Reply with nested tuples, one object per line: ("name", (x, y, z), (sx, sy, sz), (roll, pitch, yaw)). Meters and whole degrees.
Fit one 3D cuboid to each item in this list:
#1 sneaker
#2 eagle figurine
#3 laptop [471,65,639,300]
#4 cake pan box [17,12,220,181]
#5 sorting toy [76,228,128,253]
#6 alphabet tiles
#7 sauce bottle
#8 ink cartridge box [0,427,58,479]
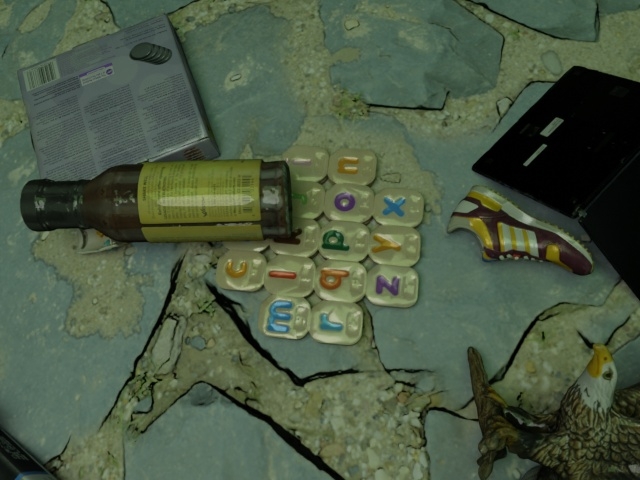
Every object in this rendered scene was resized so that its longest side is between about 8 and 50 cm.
("sneaker", (0.257, 0.007, 0.710), (0.186, 0.069, 0.083), (35, 87, 21))
("eagle figurine", (0.312, 0.189, 0.556), (0.299, 0.225, 0.226), (-4, 61, 12))
("laptop", (0.397, -0.089, 0.750), (0.234, 0.136, 0.264), (-44, 48, -9))
("cake pan box", (-0.316, -0.194, 0.829), (0.267, 0.070, 0.245), (-23, 69, -2))
("sorting toy", (-0.324, -0.014, 0.787), (0.075, 0.045, 0.083), (-18, 71, 8))
("alphabet tiles", (0.000, 0.000, 0.757), (0.278, 0.021, 0.284), (4, 73, 7))
("sauce bottle", (-0.210, -0.052, 0.715), (0.345, 0.111, 0.111), (0, 72, 0))
("ink cartridge box", (-0.387, 0.426, 0.613), (0.304, 0.072, 0.307), (25, 74, 23))
